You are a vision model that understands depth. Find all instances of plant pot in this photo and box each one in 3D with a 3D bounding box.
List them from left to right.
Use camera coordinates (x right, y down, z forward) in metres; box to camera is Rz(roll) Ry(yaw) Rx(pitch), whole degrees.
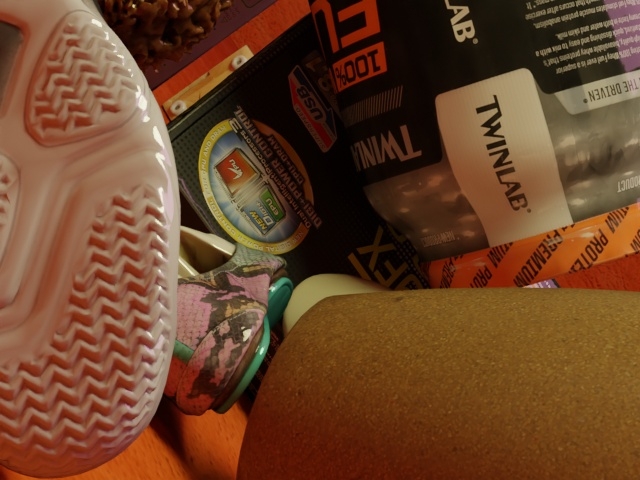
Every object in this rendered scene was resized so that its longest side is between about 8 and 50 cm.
[{"bbox_3d":[0.103,0.115,0.797,0.254,0.237,0.237,17,-12,23],"label":"plant pot"}]

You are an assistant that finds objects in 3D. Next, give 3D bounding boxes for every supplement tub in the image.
[{"bbox_3d":[0.092,-0.134,1.047,0.193,0.194,0.316,-2,76,-85],"label":"supplement tub"}]

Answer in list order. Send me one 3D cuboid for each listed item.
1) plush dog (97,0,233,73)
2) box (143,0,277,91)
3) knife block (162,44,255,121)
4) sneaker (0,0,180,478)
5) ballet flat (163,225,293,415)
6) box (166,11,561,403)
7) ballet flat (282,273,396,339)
[{"bbox_3d":[-0.153,-0.175,0.908,0.262,0.210,0.225,24,30,-19],"label":"plush dog"},{"bbox_3d":[-0.124,-0.248,1.161,0.262,0.231,0.127,52,5,-32],"label":"box"},{"bbox_3d":[0.000,0.000,1.570,0.275,0.088,0.242,58,5,38],"label":"knife block"},{"bbox_3d":[-0.103,-0.035,0.649,0.153,0.101,0.268,76,-6,-68],"label":"sneaker"},{"bbox_3d":[-0.059,0.031,0.899,0.079,0.077,0.221,36,5,-1],"label":"ballet flat"},{"bbox_3d":[0.023,0.014,1.110,0.270,0.060,0.216,55,45,-8],"label":"box"},{"bbox_3d":[0.091,0.090,1.035,0.248,0.086,0.086,36,12,-25],"label":"ballet flat"}]
